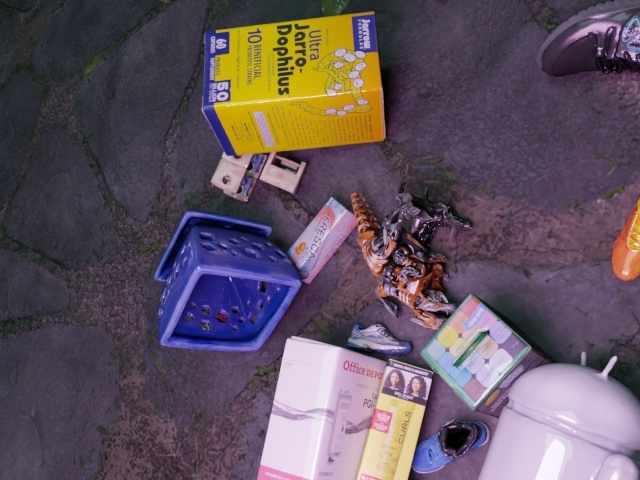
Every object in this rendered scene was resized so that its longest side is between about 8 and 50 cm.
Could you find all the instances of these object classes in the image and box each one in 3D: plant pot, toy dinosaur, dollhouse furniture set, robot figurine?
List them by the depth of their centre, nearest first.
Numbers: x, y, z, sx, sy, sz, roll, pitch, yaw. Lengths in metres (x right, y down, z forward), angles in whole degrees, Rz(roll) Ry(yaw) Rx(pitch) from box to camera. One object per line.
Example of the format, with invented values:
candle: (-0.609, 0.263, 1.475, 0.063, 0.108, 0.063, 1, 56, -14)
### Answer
robot figurine: (0.335, 0.325, 0.893, 0.199, 0.300, 0.354, 22, 84, -7)
toy dinosaur: (0.149, 0.015, 1.201, 0.322, 0.164, 0.218, 42, 116, 16)
plant pot: (-0.209, 0.077, 1.334, 0.236, 0.236, 0.212, -57, 40, 32)
dollhouse furniture set: (-0.135, -0.141, 1.482, 0.183, 0.129, 0.129, 23, 87, 8)

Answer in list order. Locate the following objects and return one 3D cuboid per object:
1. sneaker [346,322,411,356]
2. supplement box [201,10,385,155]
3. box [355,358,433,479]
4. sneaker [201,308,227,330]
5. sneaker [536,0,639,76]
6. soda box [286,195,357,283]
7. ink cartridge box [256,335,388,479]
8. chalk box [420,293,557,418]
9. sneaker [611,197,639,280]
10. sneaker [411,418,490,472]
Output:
sneaker: (0.112, 0.185, 1.216, 0.135, 0.052, 0.058, 2, 70, 34)
supplement box: (-0.049, -0.322, 1.342, 0.356, 0.195, 0.194, -5, 68, 5)
box: (0.126, 0.332, 1.109, 0.087, 0.058, 0.232, 17, 72, 7)
sneaker: (-0.259, 0.173, 1.463, 0.074, 0.063, 0.170, -30, 63, 15)
sneaker: (0.538, -0.331, 1.072, 0.340, 0.125, 0.140, -12, 71, 33)
soda box: (0.000, 0.000, 1.351, 0.183, 0.063, 0.058, -52, 51, 8)
ink cartridge box: (0.010, 0.330, 1.131, 0.117, 0.207, 0.283, 4, 75, 34)
chalk box: (0.260, 0.183, 1.009, 0.132, 0.213, 0.132, -49, 50, 8)
sneaker: (0.507, -0.021, 1.013, 0.064, 0.067, 0.175, 21, 87, 36)
sneaker: (0.204, 0.345, 1.071, 0.152, 0.084, 0.058, -31, 58, 22)
